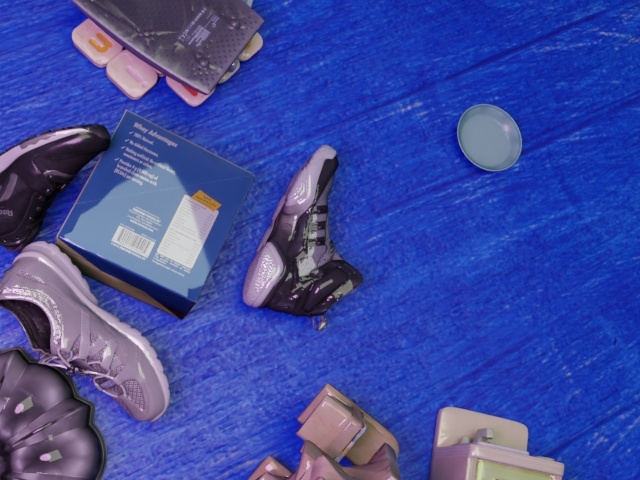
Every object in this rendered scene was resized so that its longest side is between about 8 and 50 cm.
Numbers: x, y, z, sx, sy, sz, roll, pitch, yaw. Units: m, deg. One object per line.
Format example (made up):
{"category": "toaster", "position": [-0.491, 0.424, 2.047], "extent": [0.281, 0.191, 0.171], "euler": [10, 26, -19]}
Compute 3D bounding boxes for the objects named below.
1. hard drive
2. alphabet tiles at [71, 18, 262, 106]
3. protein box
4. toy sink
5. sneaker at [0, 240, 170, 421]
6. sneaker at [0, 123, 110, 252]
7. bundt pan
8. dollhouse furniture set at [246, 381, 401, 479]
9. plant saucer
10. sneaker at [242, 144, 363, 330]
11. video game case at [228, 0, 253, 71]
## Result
{"category": "hard drive", "position": [-0.230, -0.336, 1.328], "extent": [0.255, 0.054, 0.172], "euler": [35, 68, -6]}
{"category": "alphabet tiles", "position": [-0.239, -0.350, 1.395], "extent": [0.278, 0.021, 0.284], "euler": [43, 67, -2]}
{"category": "protein box", "position": [-0.229, -0.031, 1.246], "extent": [0.200, 0.136, 0.201], "euler": [26, 69, -9]}
{"category": "toy sink", "position": [0.249, 0.361, 1.294], "extent": [0.153, 0.131, 0.234], "euler": [16, 70, -14]}
{"category": "sneaker", "position": [-0.315, 0.140, 1.164], "extent": [0.281, 0.105, 0.115], "euler": [48, 41, -8]}
{"category": "sneaker", "position": [-0.384, -0.055, 1.185], "extent": [0.283, 0.107, 0.124], "euler": [-23, 91, 14]}
{"category": "bundt pan", "position": [-0.423, 0.278, 1.106], "extent": [0.331, 0.124, 0.330], "euler": [5, 73, -17]}
{"category": "dollhouse furniture set", "position": [-0.012, 0.433, 1.082], "extent": [0.256, 0.362, 0.394], "euler": [39, 95, -3]}
{"category": "plant saucer", "position": [0.279, -0.169, 1.511], "extent": [0.119, 0.021, 0.119], "euler": [5, 74, -17]}
{"category": "sneaker", "position": [0.000, 0.000, 1.335], "extent": [0.153, 0.101, 0.268], "euler": [27, 75, -10]}
{"category": "video game case", "position": [-0.201, -0.384, 1.392], "extent": [0.193, 0.023, 0.212], "euler": [16, 71, -13]}
